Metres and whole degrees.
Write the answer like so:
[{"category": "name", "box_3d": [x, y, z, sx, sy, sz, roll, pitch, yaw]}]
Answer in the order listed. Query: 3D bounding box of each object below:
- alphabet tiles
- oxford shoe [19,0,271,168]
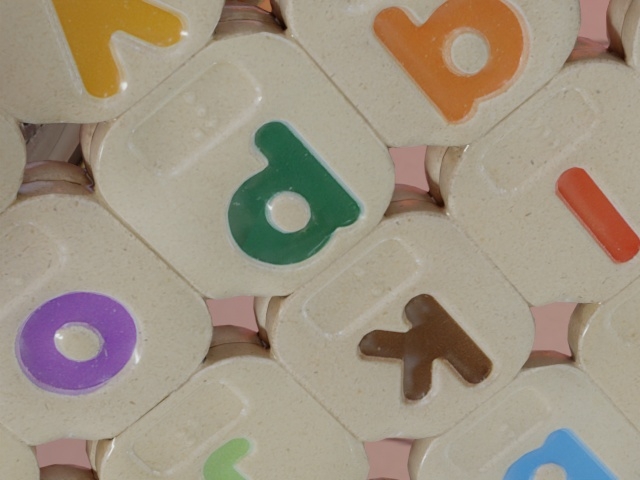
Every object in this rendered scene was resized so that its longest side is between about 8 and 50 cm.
[{"category": "alphabet tiles", "box_3d": [0.000, 0.000, 0.432, 0.284, 0.278, 0.021, -40, 37, 7]}, {"category": "oxford shoe", "box_3d": [-0.136, -0.040, 0.559, 0.130, 0.132, 0.363, 32, 79, 38]}]
